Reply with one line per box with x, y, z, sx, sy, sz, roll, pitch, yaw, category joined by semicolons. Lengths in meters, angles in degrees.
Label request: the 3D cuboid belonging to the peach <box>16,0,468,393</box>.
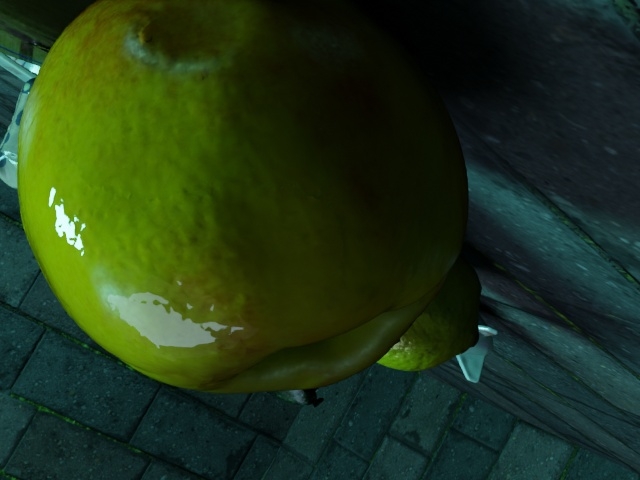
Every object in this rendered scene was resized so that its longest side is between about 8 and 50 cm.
-0.063;-0.052;0.641;0.307;0.289;0.289;63;-175;21;peach

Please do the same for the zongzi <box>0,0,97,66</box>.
-0.261;-0.237;0.761;0.260;0.123;0.289;27;169;-13;zongzi

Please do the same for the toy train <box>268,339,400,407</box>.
-0.020;0.023;1.008;0.139;0.178;0.330;24;143;38;toy train

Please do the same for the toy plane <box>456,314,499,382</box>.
0.154;0.122;1.493;0.252;0.118;0.252;17;159;7;toy plane

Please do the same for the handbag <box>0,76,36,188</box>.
-0.369;-0.141;1.544;0.193;0.190;0.251;22;179;7;handbag

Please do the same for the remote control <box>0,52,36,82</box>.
-0.523;-0.308;1.563;0.190;0.029;0.087;35;170;-35;remote control

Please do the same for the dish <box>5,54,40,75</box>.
-0.331;-0.243;1.152;0.191;0.066;0.190;30;171;5;dish

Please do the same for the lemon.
0.103;0.069;1.202;0.193;0.181;0.180;50;-178;26;lemon
